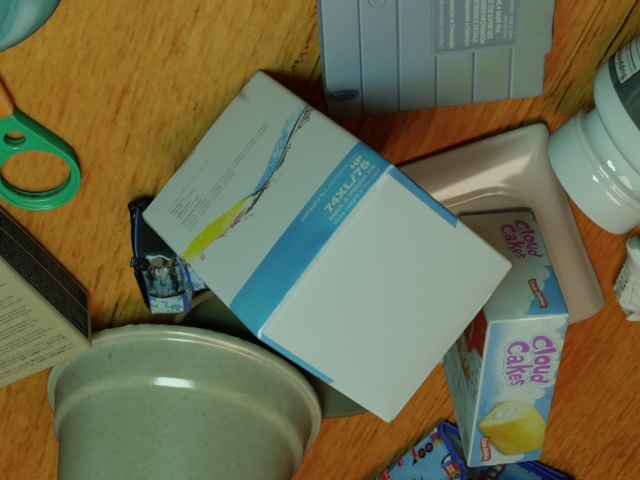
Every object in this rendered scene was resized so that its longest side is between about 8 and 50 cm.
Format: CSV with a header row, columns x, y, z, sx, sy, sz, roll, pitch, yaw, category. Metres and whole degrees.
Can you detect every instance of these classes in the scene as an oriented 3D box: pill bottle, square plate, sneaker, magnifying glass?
x,y,z,sx,sy,sz,roll,pitch,yaw,category
0.382,-0.146,1.523,0.176,0.176,0.318,28,126,-34,pill bottle
0.134,0.041,1.779,0.344,0.049,0.347,-18,137,9,square plate
0.374,0.052,1.830,0.061,0.053,0.152,-16,138,12,sneaker
-0.309,-0.112,1.554,0.092,0.026,0.231,-14,139,6,magnifying glass

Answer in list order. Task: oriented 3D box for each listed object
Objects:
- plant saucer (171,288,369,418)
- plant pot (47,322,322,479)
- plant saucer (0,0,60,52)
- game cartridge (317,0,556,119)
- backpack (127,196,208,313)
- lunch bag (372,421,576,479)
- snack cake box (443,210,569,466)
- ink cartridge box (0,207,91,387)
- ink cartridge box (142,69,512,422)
x,y,z,sx,sy,sz,roll,pitch,yaw,category
-0.033,0.118,1.790,0.278,0.041,0.278,8,144,6,plant saucer
-0.176,0.313,1.780,0.334,0.305,0.334,4,142,3,plant pot
-0.376,-0.243,1.313,0.318,0.043,0.317,6,148,4,plant saucer
0.108,-0.267,1.433,0.230,0.068,0.355,-10,138,-5,game cartridge
-0.159,0.020,1.662,0.084,0.105,0.114,-5,140,-4,backpack
0.210,0.385,2.124,0.293,0.138,0.221,20,129,-40,lunch bag
0.199,0.112,1.718,0.089,0.152,0.264,-5,138,-5,snack cake box
-0.398,0.081,1.698,0.235,0.088,0.193,-22,135,15,ink cartridge box
0.000,0.000,1.506,0.198,0.270,0.197,37,92,-39,ink cartridge box
